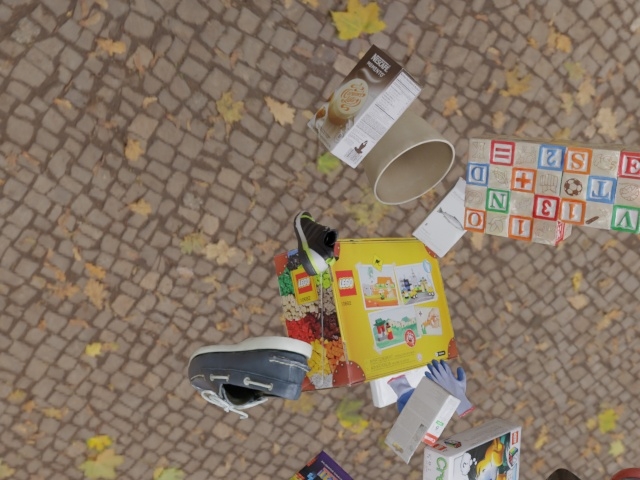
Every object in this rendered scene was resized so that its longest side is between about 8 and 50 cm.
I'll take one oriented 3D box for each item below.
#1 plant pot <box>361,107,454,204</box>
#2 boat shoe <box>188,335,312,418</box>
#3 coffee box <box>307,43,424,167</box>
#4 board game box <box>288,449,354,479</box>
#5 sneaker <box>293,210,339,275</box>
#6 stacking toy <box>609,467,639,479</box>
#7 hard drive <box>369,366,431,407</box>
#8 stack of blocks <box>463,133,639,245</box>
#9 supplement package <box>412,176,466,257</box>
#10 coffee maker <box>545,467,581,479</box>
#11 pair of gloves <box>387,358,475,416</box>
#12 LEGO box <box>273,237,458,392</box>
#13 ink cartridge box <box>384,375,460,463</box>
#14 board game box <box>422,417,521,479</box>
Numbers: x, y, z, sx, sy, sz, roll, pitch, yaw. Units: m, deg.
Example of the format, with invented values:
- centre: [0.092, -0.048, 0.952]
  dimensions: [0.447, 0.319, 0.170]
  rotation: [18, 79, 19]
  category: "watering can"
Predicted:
- centre: [0.207, -0.289, 1.875]
  dimensions: [0.256, 0.274, 0.256]
  rotation: [-21, 149, -14]
  category: "plant pot"
- centre: [-0.102, 0.182, 0.838]
  dimensions: [0.095, 0.079, 0.254]
  rotation: [28, 149, -35]
  category: "boat shoe"
- centre: [0.102, -0.314, 1.514]
  dimensions: [0.246, 0.141, 0.098]
  rotation: [-49, 136, 13]
  category: "coffee box"
- centre: [0.019, 0.608, 1.546]
  dimensions: [0.141, 0.170, 0.048]
  rotation: [-27, 148, -49]
  category: "board game box"
- centre: [0.000, 0.000, 1.527]
  dimensions: [0.097, 0.235, 0.084]
  rotation: [-24, 125, 9]
  category: "sneaker"
- centre: [0.574, 0.599, 1.168]
  dimensions: [0.130, 0.279, 0.309]
  rotation: [-2, 127, -55]
  category: "stacking toy"
- centre: [0.242, 0.331, 2.087]
  dimensions: [0.233, 0.047, 0.353]
  rotation: [-12, 94, -32]
  category: "hard drive"
- centre: [0.406, -0.085, 1.115]
  dimensions: [0.087, 0.297, 0.171]
  rotation: [-21, 116, -51]
  category: "stack of blocks"
- centre: [0.347, -0.062, 1.722]
  dimensions: [0.105, 0.105, 0.179]
  rotation: [40, 119, 3]
  category: "supplement package"
- centre: [0.595, 0.627, 1.529]
  dimensions: [0.171, 0.178, 0.120]
  rotation: [-30, 85, 21]
  category: "coffee maker"
- centre: [0.262, 0.356, 1.500]
  dimensions: [0.198, 0.159, 0.023]
  rotation: [-20, 141, -17]
  category: "pair of gloves"
- centre: [0.142, 0.192, 1.815]
  dimensions: [0.500, 0.193, 0.373]
  rotation: [-1, 76, -46]
  category: "LEGO box"
- centre: [0.145, 0.260, 0.929]
  dimensions: [0.029, 0.063, 0.115]
  rotation: [32, 89, -33]
  category: "ink cartridge box"
- centre: [0.230, 0.447, 0.993]
  dimensions: [0.193, 0.053, 0.305]
  rotation: [-3, 96, -42]
  category: "board game box"
